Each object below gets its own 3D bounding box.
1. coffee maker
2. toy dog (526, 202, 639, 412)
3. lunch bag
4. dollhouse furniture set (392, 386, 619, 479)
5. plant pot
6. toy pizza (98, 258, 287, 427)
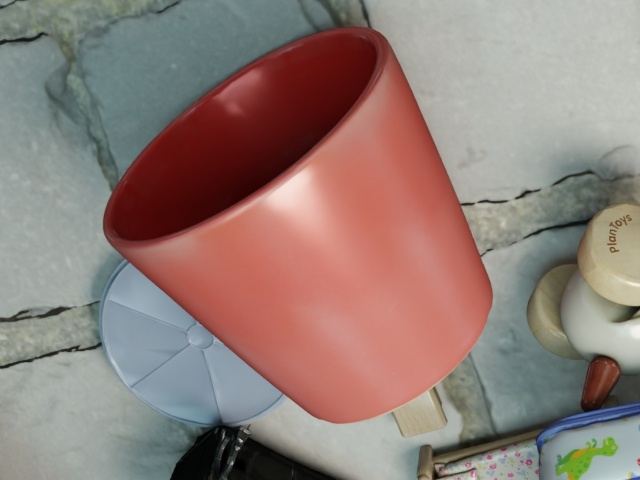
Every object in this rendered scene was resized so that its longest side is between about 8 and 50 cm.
[{"bbox_3d":[-0.043,0.258,1.418,0.178,0.171,0.120,27,73,-15],"label":"coffee maker"},{"bbox_3d":[0.331,0.089,1.252,0.334,0.161,0.220,3,150,15],"label":"toy dog"},{"bbox_3d":[0.279,0.217,1.236,0.176,0.090,0.219,-14,136,16],"label":"lunch bag"},{"bbox_3d":[0.255,0.273,1.362,0.303,0.174,0.355,-19,110,18],"label":"dollhouse furniture set"},{"bbox_3d":[0.000,0.000,1.253,0.275,0.275,0.243,-27,117,21],"label":"plant pot"},{"bbox_3d":[-0.108,0.084,1.422,0.201,0.032,0.201,5,115,10],"label":"toy pizza"}]
